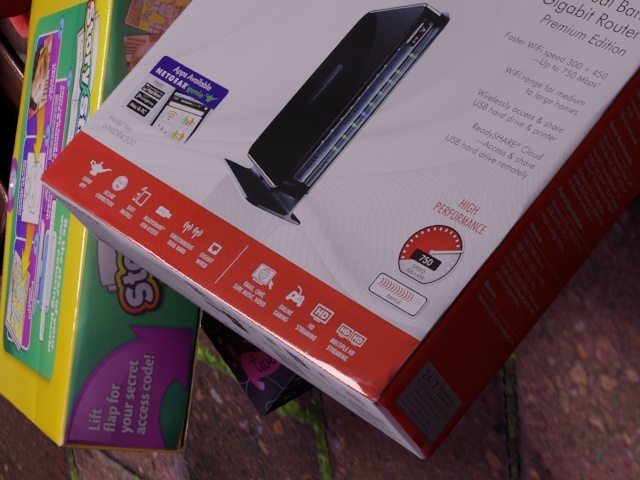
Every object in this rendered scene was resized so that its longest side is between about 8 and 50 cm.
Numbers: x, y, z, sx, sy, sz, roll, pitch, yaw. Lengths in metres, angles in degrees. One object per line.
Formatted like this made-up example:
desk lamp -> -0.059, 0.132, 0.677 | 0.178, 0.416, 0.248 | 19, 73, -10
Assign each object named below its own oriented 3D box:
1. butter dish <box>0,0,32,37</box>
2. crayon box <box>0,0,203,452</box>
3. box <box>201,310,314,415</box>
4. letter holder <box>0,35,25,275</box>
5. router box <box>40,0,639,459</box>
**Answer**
butter dish -> -0.324, -0.269, 1.612 | 0.160, 0.118, 0.159 | -28, 88, 58
crayon box -> -0.170, -0.036, 1.369 | 0.313, 0.106, 0.362 | -171, 87, -69
box -> 0.000, 0.000, 1.327 | 0.163, 0.142, 0.247 | 55, 147, 13
letter holder -> -0.409, -0.126, 1.806 | 0.302, 0.152, 0.214 | 52, 144, 16
router box -> 0.029, -0.069, 1.095 | 0.335, 0.301, 0.082 | 30, 166, 40
